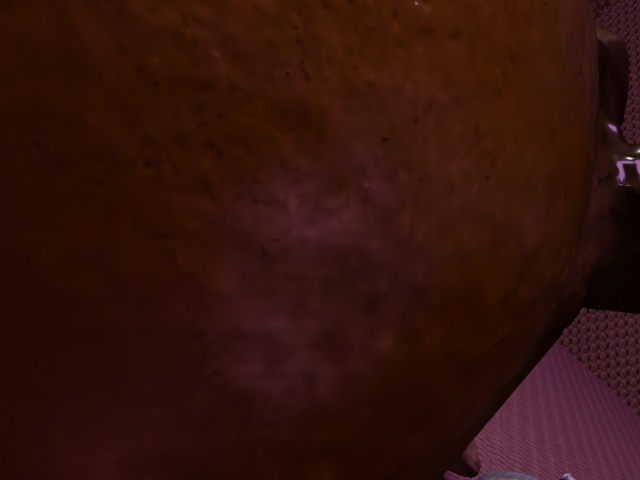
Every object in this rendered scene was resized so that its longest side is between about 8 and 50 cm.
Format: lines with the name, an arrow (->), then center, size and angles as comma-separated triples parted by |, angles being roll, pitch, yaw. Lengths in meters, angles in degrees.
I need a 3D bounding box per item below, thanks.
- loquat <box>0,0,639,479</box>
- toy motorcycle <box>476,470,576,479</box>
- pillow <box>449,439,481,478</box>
loquat -> -0.037, -0.037, 0.468 | 0.359, 0.328, 0.328 | 14, 8, -2
toy motorcycle -> 0.204, 0.244, 0.895 | 0.173, 0.108, 0.307 | 29, 7, -24
pillow -> 0.038, 0.069, 1.180 | 0.223, 0.084, 0.236 | 50, 7, -22
